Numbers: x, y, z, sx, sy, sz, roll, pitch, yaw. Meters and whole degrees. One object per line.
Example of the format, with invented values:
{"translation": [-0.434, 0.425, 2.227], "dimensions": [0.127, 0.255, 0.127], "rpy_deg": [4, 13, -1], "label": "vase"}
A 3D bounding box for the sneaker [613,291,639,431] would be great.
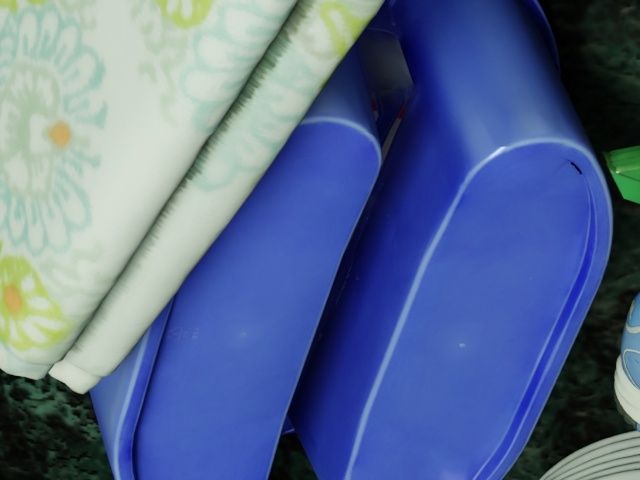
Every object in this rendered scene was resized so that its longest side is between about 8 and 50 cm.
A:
{"translation": [0.261, 0.063, 1.042], "dimensions": [0.211, 0.080, 0.081], "rpy_deg": [-2, 127, 10], "label": "sneaker"}

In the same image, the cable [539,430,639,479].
{"translation": [0.216, 0.228, 1.160], "dimensions": [0.257, 0.089, 0.257], "rpy_deg": [-33, 113, 29], "label": "cable"}

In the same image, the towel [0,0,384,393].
{"translation": [-0.091, -0.164, 0.830], "dimensions": [0.090, 0.320, 0.374], "rpy_deg": [-1, 140, -41], "label": "towel"}

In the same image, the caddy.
{"translation": [0.000, 0.000, 0.995], "dimensions": [0.241, 0.179, 0.341], "rpy_deg": [4, 128, -21], "label": "caddy"}

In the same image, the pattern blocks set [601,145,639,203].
{"translation": [0.273, -0.118, 0.887], "dimensions": [0.285, 0.026, 0.325], "rpy_deg": [27, 118, -37], "label": "pattern blocks set"}
